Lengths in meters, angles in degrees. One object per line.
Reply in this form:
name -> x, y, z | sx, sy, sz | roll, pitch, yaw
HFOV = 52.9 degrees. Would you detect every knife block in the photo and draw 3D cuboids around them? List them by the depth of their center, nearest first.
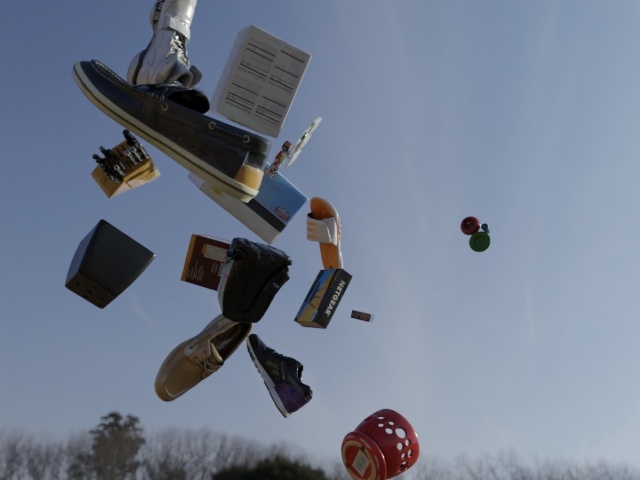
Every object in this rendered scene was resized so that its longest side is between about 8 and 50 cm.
knife block -> -0.503, -0.228, 1.754 | 0.242, 0.276, 0.088 | -36, -90, 35

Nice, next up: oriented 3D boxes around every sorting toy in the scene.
sorting toy -> 0.377, -0.014, 1.530 | 0.061, 0.101, 0.042 | -32, -31, 16

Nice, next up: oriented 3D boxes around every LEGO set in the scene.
LEGO set -> -0.093, -0.287, 1.953 | 0.060, 0.244, 0.182 | 37, -61, 1

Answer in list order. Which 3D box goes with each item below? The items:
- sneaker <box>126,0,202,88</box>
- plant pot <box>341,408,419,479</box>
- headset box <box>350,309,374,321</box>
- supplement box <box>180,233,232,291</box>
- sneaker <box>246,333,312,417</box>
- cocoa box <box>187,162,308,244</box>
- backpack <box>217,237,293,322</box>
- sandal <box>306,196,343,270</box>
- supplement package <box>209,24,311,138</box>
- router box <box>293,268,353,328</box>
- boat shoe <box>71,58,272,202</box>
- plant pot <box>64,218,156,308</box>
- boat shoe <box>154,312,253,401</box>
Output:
sneaker -> -0.435, -0.588, 1.952 | 0.210, 0.365, 0.137 | 30, 6, 33
plant pot -> 0.166, 0.614, 1.893 | 0.174, 0.191, 0.191 | -15, -7, -41
headset box -> 0.163, 0.287, 2.435 | 0.083, 0.032, 0.062 | 10, -3, 20
supplement box -> -0.410, 0.088, 2.499 | 0.194, 0.191, 0.129 | 15, 4, 13
sneaker -> -0.118, 0.384, 1.934 | 0.124, 0.283, 0.107 | -32, -29, -3
cocoa box -> -0.264, -0.194, 2.342 | 0.347, 0.228, 0.231 | 40, -1, -29
backpack -> -0.160, 0.095, 1.447 | 0.152, 0.181, 0.115 | 18, 10, -13
sandal -> 0.008, 0.002, 1.922 | 0.102, 0.265, 0.076 | 6, 24, 44
supplement package -> -0.187, -0.466, 1.910 | 0.198, 0.262, 0.199 | 22, 5, -21
router box -> 0.008, 0.168, 1.870 | 0.046, 0.178, 0.133 | 36, -21, -23
boat shoe -> -0.316, -0.269, 1.387 | 0.500, 0.155, 0.187 | 33, 7, 13
plant pot -> -0.622, 0.084, 1.853 | 0.187, 0.166, 0.188 | 37, -43, -20
boat shoe -> -0.339, 0.334, 1.878 | 0.110, 0.341, 0.121 | -1, -51, 51
